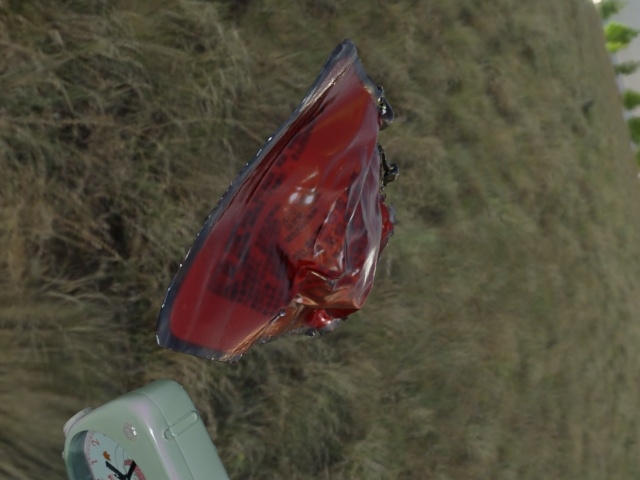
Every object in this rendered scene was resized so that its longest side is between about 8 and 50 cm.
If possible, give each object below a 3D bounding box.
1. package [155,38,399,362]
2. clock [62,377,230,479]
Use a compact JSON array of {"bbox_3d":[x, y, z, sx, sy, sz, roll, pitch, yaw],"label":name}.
[{"bbox_3d":[0.000,0.000,0.560,0.269,0.071,0.194,49,64,-75],"label":"package"},{"bbox_3d":[-0.291,0.368,1.346,0.108,0.324,0.265,-29,97,-48],"label":"clock"}]
